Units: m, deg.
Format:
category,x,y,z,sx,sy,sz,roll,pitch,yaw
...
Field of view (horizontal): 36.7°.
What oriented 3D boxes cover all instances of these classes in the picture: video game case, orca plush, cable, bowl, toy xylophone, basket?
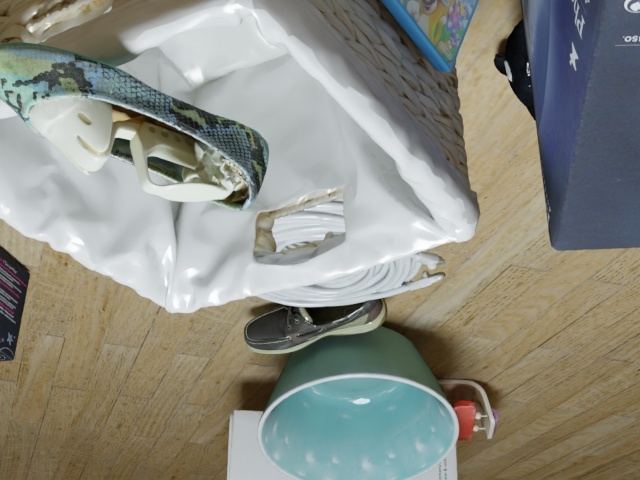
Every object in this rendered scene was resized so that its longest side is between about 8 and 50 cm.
category,x,y,z,sx,sy,sz,roll,pitch,yaw
video game case,0.096,-0.229,0.725,0.015,0.166,0.119,11,162,39
orca plush,0.230,-0.113,0.949,0.151,0.102,0.287,20,174,15
cable,0.000,0.000,1.217,0.257,0.089,0.257,-20,144,35
bowl,0.056,0.247,1.542,0.312,0.163,0.311,-1,135,-1
toy xylophone,0.173,0.329,1.811,0.323,0.081,0.236,-5,151,12
basket,-0.088,-0.140,0.781,0.328,0.266,0.331,-16,147,28

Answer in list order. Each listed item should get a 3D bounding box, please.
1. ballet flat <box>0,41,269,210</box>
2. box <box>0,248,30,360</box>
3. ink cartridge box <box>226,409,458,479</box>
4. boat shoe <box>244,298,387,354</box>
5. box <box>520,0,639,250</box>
category,x,y,z,sx,sy,sz,roll,pitch,yaw
ballet flat,-0.116,-0.064,0.592,0.188,0.070,0.070,16,148,-24
box,-0.528,0.056,1.283,0.163,0.142,0.247,-6,149,15
ink cartridge box,0.030,0.433,1.748,0.395,0.166,0.285,3,151,-2
boat shoe,-0.016,0.109,1.432,0.224,0.080,0.073,-13,143,13
box,0.236,-0.188,0.650,0.183,0.296,0.294,-3,150,7
